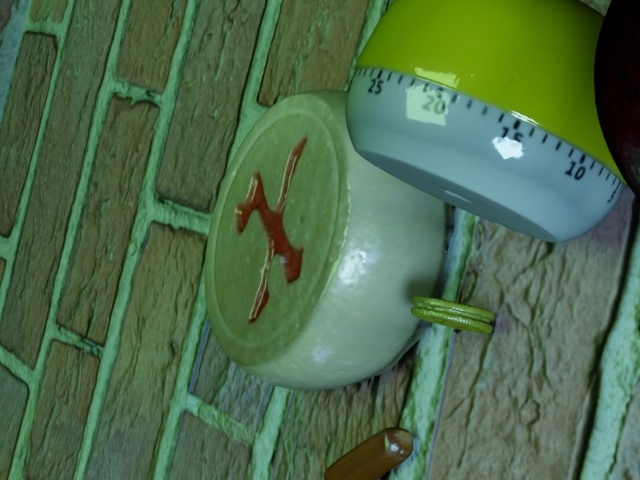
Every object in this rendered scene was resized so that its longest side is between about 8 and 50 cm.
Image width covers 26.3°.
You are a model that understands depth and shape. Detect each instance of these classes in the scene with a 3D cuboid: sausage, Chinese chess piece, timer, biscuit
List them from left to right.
[{"bbox_3d":[0.000,0.000,1.527,0.338,0.140,0.338,-28,56,50],"label":"Chinese chess piece"},{"bbox_3d":[0.052,0.233,1.451,0.131,0.039,0.041,-43,43,43],"label":"sausage"},{"bbox_3d":[0.129,0.073,1.346,0.084,0.084,0.023,4,81,58],"label":"biscuit"},{"bbox_3d":[0.175,-0.159,1.208,0.285,0.285,0.285,-28,56,51],"label":"timer"}]

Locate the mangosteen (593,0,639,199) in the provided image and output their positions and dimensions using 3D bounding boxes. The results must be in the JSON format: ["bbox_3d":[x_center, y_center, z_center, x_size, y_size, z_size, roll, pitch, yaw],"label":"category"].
[{"bbox_3d":[0.339,-0.082,0.895,0.307,0.307,0.347,-17,96,55],"label":"mangosteen"}]
